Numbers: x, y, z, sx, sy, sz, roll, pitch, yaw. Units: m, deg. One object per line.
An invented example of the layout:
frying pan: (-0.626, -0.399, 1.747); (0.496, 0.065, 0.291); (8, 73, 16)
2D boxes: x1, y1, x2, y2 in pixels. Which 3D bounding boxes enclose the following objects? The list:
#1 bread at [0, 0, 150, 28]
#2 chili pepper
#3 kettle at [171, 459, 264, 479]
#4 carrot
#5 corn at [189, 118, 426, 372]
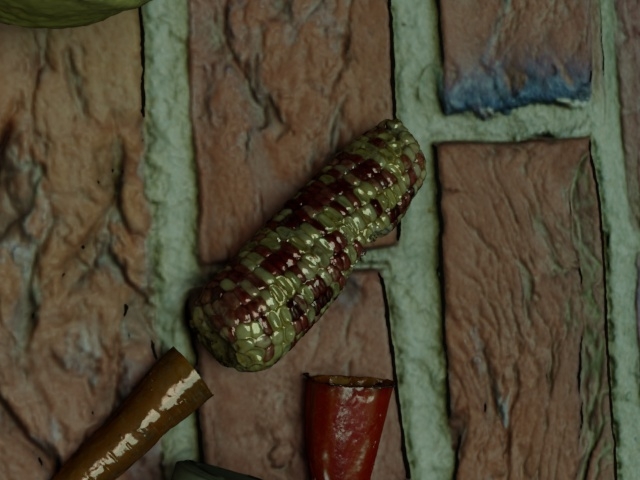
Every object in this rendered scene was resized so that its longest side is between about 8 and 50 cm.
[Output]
bread: (-0.204, -0.321, 0.881); (0.320, 0.237, 0.321); (-12, 107, -41)
chili pepper: (0.024, 0.211, 1.124); (0.088, 0.065, 0.169); (3, 95, -15)
kettle: (-0.055, 0.370, 1.004); (0.265, 0.205, 0.318); (31, 74, -51)
carrot: (-0.184, 0.184, 1.002); (0.224, 0.057, 0.057); (-44, 112, -19)
corn: (0.000, 0.000, 1.083); (0.290, 0.098, 0.098); (-46, 113, -25)
